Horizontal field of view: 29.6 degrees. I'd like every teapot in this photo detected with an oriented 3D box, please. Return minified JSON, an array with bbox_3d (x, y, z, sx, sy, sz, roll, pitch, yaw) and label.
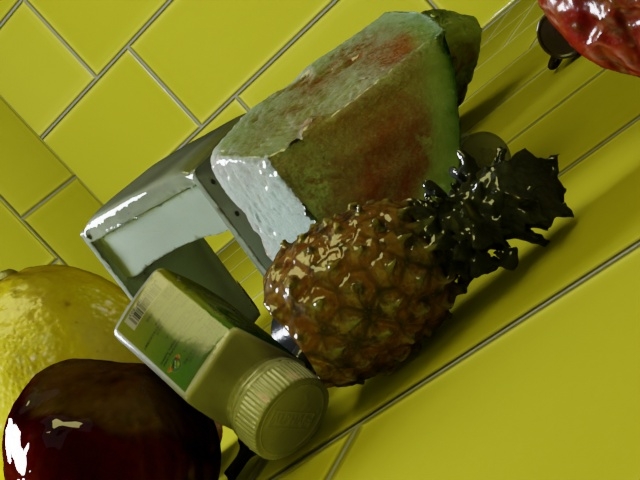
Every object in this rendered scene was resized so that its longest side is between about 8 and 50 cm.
[{"bbox_3d":[0.358,-0.300,1.756,0.068,0.076,0.121,-35,-31,-50],"label":"teapot"}]

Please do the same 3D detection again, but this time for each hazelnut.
[{"bbox_3d":[-0.203,0.225,1.162,0.229,0.229,0.229,-42,6,6],"label":"hazelnut"}]

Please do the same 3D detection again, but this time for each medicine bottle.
[{"bbox_3d":[0.167,-0.083,1.419,0.080,0.080,0.130,-44,7,-16],"label":"medicine bottle"},{"bbox_3d":[-0.085,0.117,1.130,0.088,0.188,0.132,-55,-38,-1],"label":"medicine bottle"}]

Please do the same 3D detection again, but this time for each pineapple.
[{"bbox_3d":[0.095,0.014,1.058,0.278,0.158,0.158,-29,10,14],"label":"pineapple"}]

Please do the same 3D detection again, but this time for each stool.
[{"bbox_3d":[-0.120,0.011,1.558,0.243,0.270,0.170,-23,18,42],"label":"stool"}]

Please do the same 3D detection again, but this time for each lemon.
[{"bbox_3d":[-0.390,0.198,1.787,0.364,0.364,0.364,-42,6,6],"label":"lemon"}]

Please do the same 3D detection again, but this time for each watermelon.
[{"bbox_3d":[0.009,-0.080,1.344,0.228,0.258,0.387,-152,74,-76],"label":"watermelon"}]

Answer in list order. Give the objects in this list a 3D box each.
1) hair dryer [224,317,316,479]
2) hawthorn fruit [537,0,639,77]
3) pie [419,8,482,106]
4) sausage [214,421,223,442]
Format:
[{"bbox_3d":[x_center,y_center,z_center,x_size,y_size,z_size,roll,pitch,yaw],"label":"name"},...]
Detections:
[{"bbox_3d":[-0.015,0.137,1.208,0.195,0.078,0.248,-32,22,57],"label":"hair dryer"},{"bbox_3d":[0.306,-0.260,1.037,0.262,0.258,0.258,-31,12,35],"label":"hawthorn fruit"},{"bbox_3d":[0.104,-0.190,2.042,0.418,0.180,0.395,-40,-14,-14],"label":"pie"},{"bbox_3d":[-0.218,0.270,1.347,0.274,0.105,0.105,-40,7,17],"label":"sausage"}]
